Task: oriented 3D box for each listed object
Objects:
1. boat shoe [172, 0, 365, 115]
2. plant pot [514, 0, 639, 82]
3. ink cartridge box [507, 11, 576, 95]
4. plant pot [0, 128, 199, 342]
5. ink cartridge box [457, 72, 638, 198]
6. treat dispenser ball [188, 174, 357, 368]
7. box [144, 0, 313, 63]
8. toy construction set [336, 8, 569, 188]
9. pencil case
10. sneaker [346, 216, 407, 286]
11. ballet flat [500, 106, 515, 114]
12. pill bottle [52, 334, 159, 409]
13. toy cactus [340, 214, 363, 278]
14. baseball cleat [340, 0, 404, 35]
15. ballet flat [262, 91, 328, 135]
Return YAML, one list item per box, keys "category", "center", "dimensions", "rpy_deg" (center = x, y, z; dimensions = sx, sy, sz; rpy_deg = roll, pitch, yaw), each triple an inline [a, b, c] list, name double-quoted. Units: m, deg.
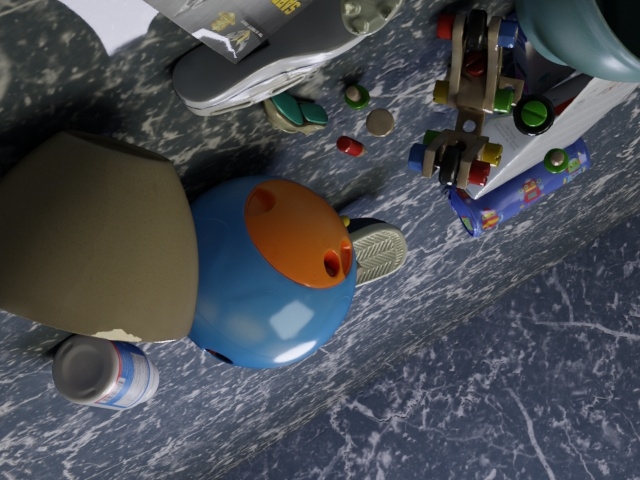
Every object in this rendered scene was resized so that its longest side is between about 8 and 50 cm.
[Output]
- category: "boat shoe"
  center: [-0.052, -0.226, 1.237]
  dimensions: [0.258, 0.095, 0.084]
  rpy_deg: [-21, 165, 1]
- category: "plant pot"
  center: [0.385, -0.340, 1.379]
  dimensions: [0.293, 0.293, 0.196]
  rpy_deg: [-21, -175, -30]
- category: "ink cartridge box"
  center: [0.396, -0.345, 1.657]
  dimensions: [0.185, 0.065, 0.311]
  rpy_deg: [-33, 164, 5]
- category: "plant pot"
  center: [-0.261, -0.020, 1.204]
  dimensions: [0.284, 0.284, 0.191]
  rpy_deg: [4, 106, -60]
- category: "ink cartridge box"
  center: [0.418, -0.246, 1.705]
  dimensions: [0.308, 0.091, 0.385]
  rpy_deg: [-28, 165, -37]
- category: "treat dispenser ball"
  center: [-0.089, 0.046, 1.534]
  dimensions: [0.288, 0.288, 0.288]
  rpy_deg: [-28, 161, -11]
- category: "box"
  center: [-0.080, -0.289, 1.063]
  dimensions: [0.183, 0.056, 0.231]
  rpy_deg: [-36, 161, 12]
- category: "toy construction set"
  center: [0.188, -0.187, 1.546]
  dimensions: [0.308, 0.258, 0.237]
  rpy_deg: [-14, 177, 11]
- category: "pencil case"
  center: [0.402, -0.127, 2.130]
  dimensions: [0.306, 0.133, 0.119]
  rpy_deg: [-30, 128, -7]
- category: "sneaker"
  center: [-0.016, 0.044, 1.930]
  dimensions: [0.350, 0.131, 0.148]
  rpy_deg: [-14, -163, -5]
- category: "ballet flat"
  center: [0.375, -0.220, 1.959]
  dimensions: [0.057, 0.049, 0.173]
  rpy_deg: [-36, 161, 9]
- category: "pill bottle"
  center: [-0.373, 0.237, 1.837]
  dimensions: [0.124, 0.124, 0.221]
  rpy_deg: [-33, 162, 4]
- category: "toy cactus"
  center: [0.000, 0.000, 1.756]
  dimensions: [0.112, 0.180, 0.219]
  rpy_deg: [-60, 158, 16]
- category: "baseball cleat"
  center: [0.075, -0.323, 1.103]
  dimensions: [0.109, 0.072, 0.206]
  rpy_deg: [-76, -173, -57]
- category: "ballet flat"
  center: [-0.044, -0.169, 1.430]
  dimensions: [0.052, 0.057, 0.168]
  rpy_deg: [-29, 164, 23]
